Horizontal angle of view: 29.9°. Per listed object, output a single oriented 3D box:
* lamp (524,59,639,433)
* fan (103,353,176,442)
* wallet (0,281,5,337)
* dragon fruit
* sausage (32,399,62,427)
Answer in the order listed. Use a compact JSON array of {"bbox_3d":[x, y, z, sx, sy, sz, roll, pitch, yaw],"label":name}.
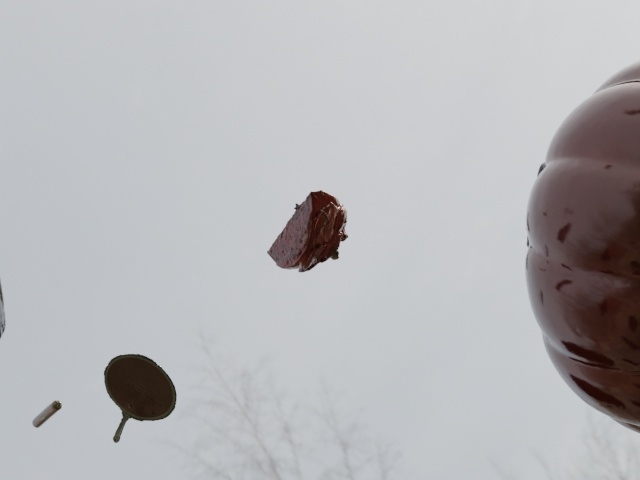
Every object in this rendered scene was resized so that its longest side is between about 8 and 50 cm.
[{"bbox_3d":[0.290,0.004,0.912,0.303,0.257,0.303,-10,-75,-39],"label":"lamp"},{"bbox_3d":[-0.199,0.172,1.269,0.133,0.085,0.005,-61,-3,34],"label":"fan"},{"bbox_3d":[-0.437,0.008,0.952,0.378,0.051,0.197,10,-46,1],"label":"wallet"},{"bbox_3d":[0.000,0.000,1.875,0.106,0.083,0.162,3,-44,-34],"label":"dragon fruit"},{"bbox_3d":[-0.360,0.228,1.574,0.015,0.015,0.100,-6,-20,-35],"label":"sausage"}]
